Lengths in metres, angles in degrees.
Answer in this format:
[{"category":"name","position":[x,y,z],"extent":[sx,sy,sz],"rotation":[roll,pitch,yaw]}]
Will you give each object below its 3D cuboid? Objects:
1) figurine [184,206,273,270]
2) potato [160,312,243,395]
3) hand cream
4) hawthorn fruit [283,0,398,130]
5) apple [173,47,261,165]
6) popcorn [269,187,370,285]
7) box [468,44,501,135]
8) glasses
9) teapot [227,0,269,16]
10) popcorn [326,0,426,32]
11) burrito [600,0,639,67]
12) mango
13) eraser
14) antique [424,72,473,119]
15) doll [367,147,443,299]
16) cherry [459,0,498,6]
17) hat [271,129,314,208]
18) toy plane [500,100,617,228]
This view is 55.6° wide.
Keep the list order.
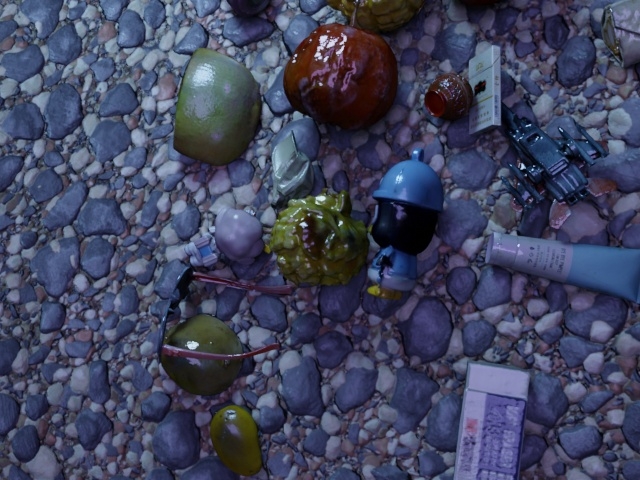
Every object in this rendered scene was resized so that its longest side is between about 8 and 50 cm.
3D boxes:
[{"category":"figurine","position":[-0.206,-0.003,1.359],"extent":[0.229,0.112,0.137],"rotation":[-21,86,20]},{"category":"potato","position":[-0.284,0.258,1.346],"extent":[0.202,0.117,0.182],"rotation":[32,95,13]},{"category":"hand cream","position":[0.499,0.042,1.227],"extent":[0.313,0.070,0.111],"rotation":[13,86,5]},{"category":"hawthorn fruit","position":[0.053,-0.368,1.258],"extent":[0.242,0.242,0.271],"rotation":[23,106,14]},{"category":"apple","position":[-0.236,-0.308,1.390],"extent":[0.193,0.120,0.264],"rotation":[13,90,2]},{"category":"popcorn","position":[-0.002,-0.001,1.284],"extent":[0.169,0.218,0.189],"rotation":[-34,53,51]},{"category":"box","position":[0.345,-0.312,1.273],"extent":[0.024,0.090,0.166],"rotation":[2,85,-18]},{"category":"glasses","position":[-0.211,0.174,1.308],"extent":[0.269,0.234,0.118],"rotation":[12,128,-1]},{"category":"teapot","position":[-0.176,-0.615,1.406],"extent":[0.148,0.116,0.146],"rotation":[-44,67,9]},{"category":"popcorn","position":[0.116,-0.572,1.303],"extent":[0.250,0.190,0.250],"rotation":[0,84,0]},{"category":"burrito","position":[0.720,-0.439,1.194],"extent":[0.300,0.105,0.143],"rotation":[-12,92,10]},{"category":"mango","position":[-0.181,0.441,1.326],"extent":[0.103,0.076,0.160],"rotation":[-24,88,3]},{"category":"eraser","position":[0.338,0.387,1.209],"extent":[0.124,0.081,0.278],"rotation":[7,86,14]},{"category":"antique","position":[0.275,-0.304,1.282],"extent":[0.104,0.104,0.104],"rotation":[-1,84,12]},{"category":"doll","position":[0.167,-0.036,1.243],"extent":[0.141,0.177,0.313],"rotation":[16,91,27]},{"category":"cherry","position":[0.334,-0.611,1.231],"extent":[0.206,0.239,0.239],"rotation":[14,88,6]},{"category":"hat","position":[-0.067,-0.160,1.366],"extent":[0.122,0.081,0.166],"rotation":[-35,57,46]},{"category":"toy plane","position":[0.436,-0.190,1.232],"extent":[0.223,0.104,0.326],"rotation":[-35,78,8]}]
